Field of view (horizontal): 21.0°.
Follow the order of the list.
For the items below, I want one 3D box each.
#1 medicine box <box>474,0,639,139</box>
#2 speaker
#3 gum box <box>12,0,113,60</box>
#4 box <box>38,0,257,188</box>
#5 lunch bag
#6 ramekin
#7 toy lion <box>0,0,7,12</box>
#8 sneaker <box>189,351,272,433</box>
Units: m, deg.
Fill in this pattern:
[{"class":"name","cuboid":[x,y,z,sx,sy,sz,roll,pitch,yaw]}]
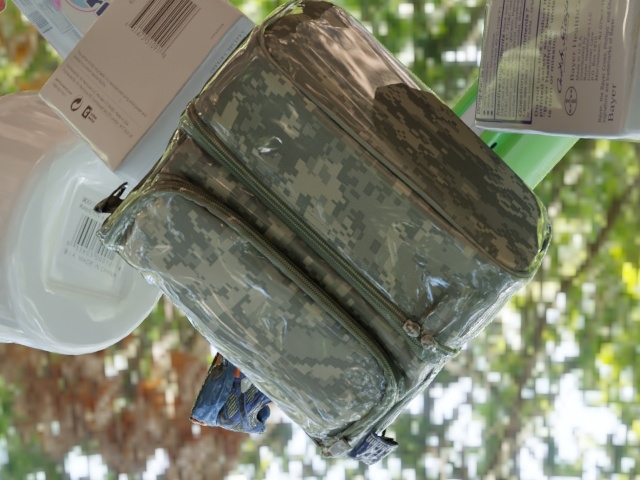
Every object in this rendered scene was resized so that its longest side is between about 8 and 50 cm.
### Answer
[{"class":"medicine box","cuboid":[0.301,-0.148,1.392,0.263,0.149,0.289,4,-175,-18]},{"class":"speaker","cuboid":[0.190,-0.112,1.757,0.131,0.296,0.131,37,-163,-14]},{"class":"gum box","cuboid":[-0.296,-0.296,2.028,0.062,0.188,0.107,-19,-151,46]},{"class":"box","cuboid":[-0.130,-0.137,1.563,0.119,0.182,0.181,37,-177,-41]},{"class":"lunch bag","cuboid":[0.000,0.000,1.372,0.305,0.256,0.212,42,-155,-3]},{"class":"ramekin","cuboid":[-0.275,-0.012,1.827,0.135,0.277,0.277,16,-153,40]},{"class":"toy lion","cuboid":[-0.384,-0.260,1.861,0.100,0.096,0.034,13,-160,-45]},{"class":"sneaker","cuboid":[-0.060,0.114,1.767,0.087,0.221,0.083,23,-141,-2]}]
